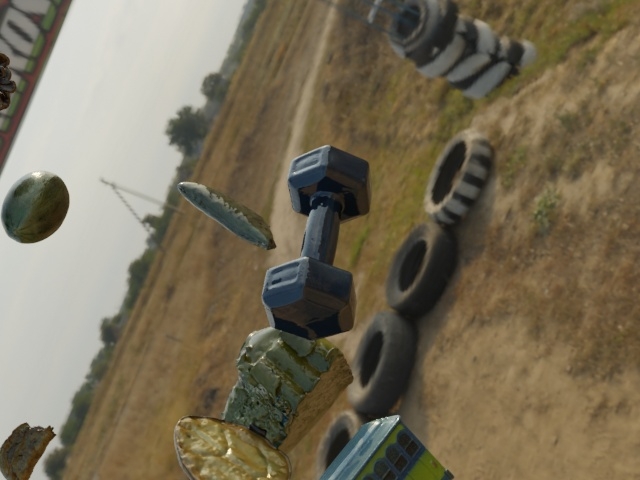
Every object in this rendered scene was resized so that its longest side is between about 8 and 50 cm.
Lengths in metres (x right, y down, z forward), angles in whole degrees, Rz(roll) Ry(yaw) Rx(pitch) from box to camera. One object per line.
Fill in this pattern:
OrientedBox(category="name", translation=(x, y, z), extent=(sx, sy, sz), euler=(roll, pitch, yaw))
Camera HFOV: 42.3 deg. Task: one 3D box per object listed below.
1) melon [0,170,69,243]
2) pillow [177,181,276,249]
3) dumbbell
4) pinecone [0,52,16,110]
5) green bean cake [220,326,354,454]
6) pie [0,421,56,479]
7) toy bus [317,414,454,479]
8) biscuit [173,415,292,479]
OrientedBox(category="melon", translation=(-0.529, -0.065, 1.539), extent=(0.167, 0.114, 0.114), euler=(-80, 16, -46))
OrientedBox(category="pillow", translation=(-0.177, -0.054, 1.667), extent=(0.093, 0.241, 0.051), euler=(-30, -31, -62))
OrientedBox(category="dumbbell", translation=(0.000, 0.000, 1.362), extent=(0.160, 0.144, 0.324), euler=(82, -165, -52))
OrientedBox(category="pinecone", translation=(-0.645, -0.285, 1.489), extent=(0.169, 0.212, 0.185), euler=(-30, -74, -68))
OrientedBox(category="green bean cake", translation=(-0.099, 0.308, 1.743), extent=(0.285, 0.202, 0.310), euler=(-45, -20, -16))
OrientedBox(category="pie", translation=(-0.611, 0.436, 1.700), extent=(0.170, 0.092, 0.034), euler=(-56, 11, 12))
OrientedBox(category="toy bus", translation=(0.078, 0.490, 1.504), extent=(0.312, 0.190, 0.152), euler=(-45, 6, -32))
OrientedBox(category="biscuit", translation=(-0.173, 0.417, 1.569), extent=(0.203, 0.260, 0.041), euler=(-29, -37, -50))
